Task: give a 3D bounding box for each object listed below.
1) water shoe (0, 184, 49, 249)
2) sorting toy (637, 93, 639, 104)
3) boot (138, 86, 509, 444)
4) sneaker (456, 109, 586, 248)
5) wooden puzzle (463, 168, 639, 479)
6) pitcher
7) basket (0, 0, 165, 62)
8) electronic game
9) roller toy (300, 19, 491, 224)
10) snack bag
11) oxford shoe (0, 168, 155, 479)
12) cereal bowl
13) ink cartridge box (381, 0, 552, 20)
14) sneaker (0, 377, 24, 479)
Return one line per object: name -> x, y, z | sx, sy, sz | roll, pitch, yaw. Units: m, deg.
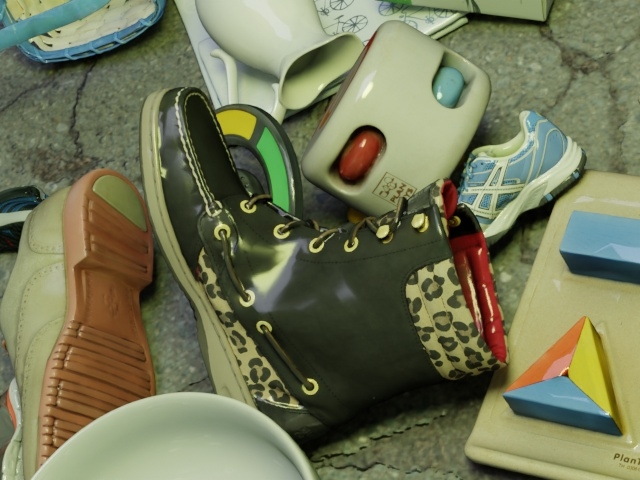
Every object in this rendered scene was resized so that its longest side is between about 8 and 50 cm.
water shoe -> -0.341, -0.034, 1.917 | 0.203, 0.073, 0.080 | 2, 55, 27
sorting toy -> 0.426, -0.112, 1.593 | 0.196, 0.047, 0.347 | -15, 34, 4
boot -> 0.000, 0.000, 1.560 | 0.284, 0.138, 0.377 | -18, 87, 24
sneaker -> 0.163, -0.047, 1.647 | 0.211, 0.081, 0.080 | -40, 15, 4
wooden puzzle -> 0.322, 0.075, 1.501 | 0.322, 0.080, 0.348 | 9, 60, 32
pitcher -> -0.073, -0.228, 1.864 | 0.178, 0.125, 0.207 | -46, 59, 10
basket -> -0.310, -0.317, 2.001 | 0.255, 0.201, 0.289 | -14, 25, 31
electronic game -> -0.094, -0.032, 1.740 | 0.229, 0.048, 0.229 | -6, 82, 50
roller toy -> 0.082, -0.113, 1.678 | 0.146, 0.191, 0.209 | 30, 86, -4
snack bag -> -0.015, -0.301, 1.980 | 0.323, 0.037, 0.342 | -27, 48, 6
oxford shoe -> -0.269, 0.122, 1.735 | 0.146, 0.140, 0.397 | -19, 53, 34
cereal bowl -> -0.128, 0.318, 1.493 | 0.339, 0.141, 0.339 | -13, 56, 19
ink cartridge box -> 0.174, -0.338, 1.847 | 0.208, 0.087, 0.153 | 11, 54, 20
sneaker -> -0.324, 0.223, 1.740 | 0.065, 0.061, 0.158 | -34, 40, 33
